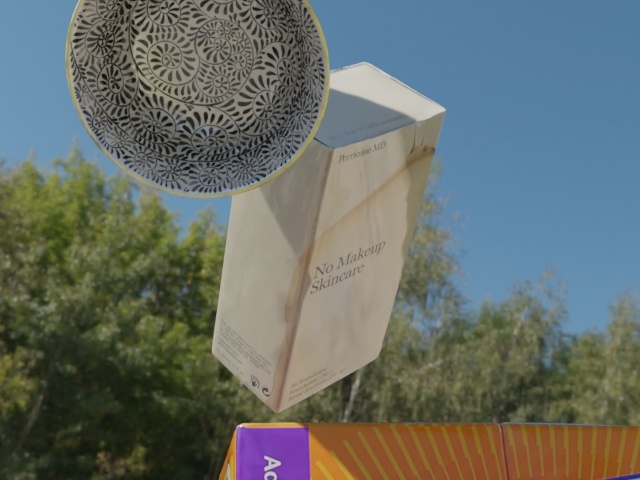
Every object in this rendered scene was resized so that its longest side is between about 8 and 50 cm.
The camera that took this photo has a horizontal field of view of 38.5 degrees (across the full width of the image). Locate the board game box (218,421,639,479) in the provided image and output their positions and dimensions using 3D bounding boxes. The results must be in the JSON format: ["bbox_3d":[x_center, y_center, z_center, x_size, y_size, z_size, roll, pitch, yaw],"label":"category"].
[{"bbox_3d":[0.098,0.353,0.688,0.356,0.357,0.356,2,-25,-9],"label":"board game box"}]

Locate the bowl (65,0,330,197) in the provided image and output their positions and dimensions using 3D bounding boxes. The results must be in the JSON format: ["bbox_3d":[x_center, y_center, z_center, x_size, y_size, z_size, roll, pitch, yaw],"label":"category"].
[{"bbox_3d":[-0.077,-0.121,0.620,0.170,0.170,0.080,12,21,-3],"label":"bowl"}]

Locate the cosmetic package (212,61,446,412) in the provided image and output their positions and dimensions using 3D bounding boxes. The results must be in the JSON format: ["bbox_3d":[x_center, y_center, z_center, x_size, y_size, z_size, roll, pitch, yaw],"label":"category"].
[{"bbox_3d":[0.000,0.000,0.896,0.113,0.160,0.310,38,-47,31],"label":"cosmetic package"}]
